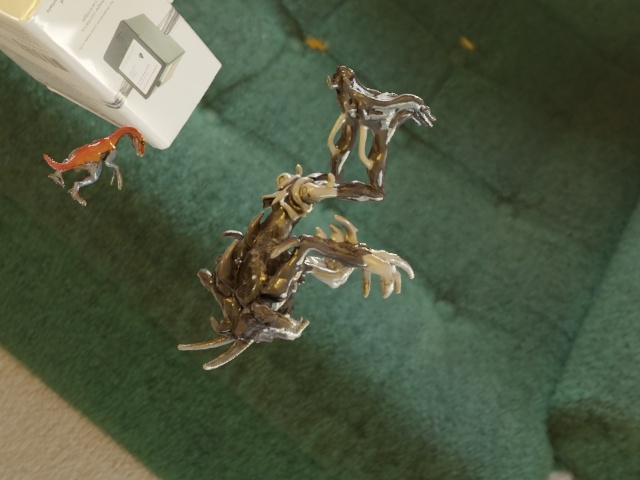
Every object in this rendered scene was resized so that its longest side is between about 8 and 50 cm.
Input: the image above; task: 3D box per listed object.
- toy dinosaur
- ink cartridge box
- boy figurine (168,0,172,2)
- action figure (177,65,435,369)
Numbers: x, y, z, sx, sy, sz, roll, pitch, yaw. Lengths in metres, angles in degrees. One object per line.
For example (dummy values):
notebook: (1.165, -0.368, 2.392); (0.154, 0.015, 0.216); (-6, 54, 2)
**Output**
toy dinosaur: (-0.178, -0.068, 0.921); (0.047, 0.090, 0.082); (39, 74, 6)
ink cartridge box: (-0.246, -0.219, 1.077); (0.198, 0.273, 0.115); (30, 83, 25)
boy figurine: (-0.249, -0.418, 1.562); (0.177, 0.285, 0.092); (43, 24, 10)
action figure: (0.000, 0.000, 0.944); (0.141, 0.164, 0.275); (33, 86, -27)
